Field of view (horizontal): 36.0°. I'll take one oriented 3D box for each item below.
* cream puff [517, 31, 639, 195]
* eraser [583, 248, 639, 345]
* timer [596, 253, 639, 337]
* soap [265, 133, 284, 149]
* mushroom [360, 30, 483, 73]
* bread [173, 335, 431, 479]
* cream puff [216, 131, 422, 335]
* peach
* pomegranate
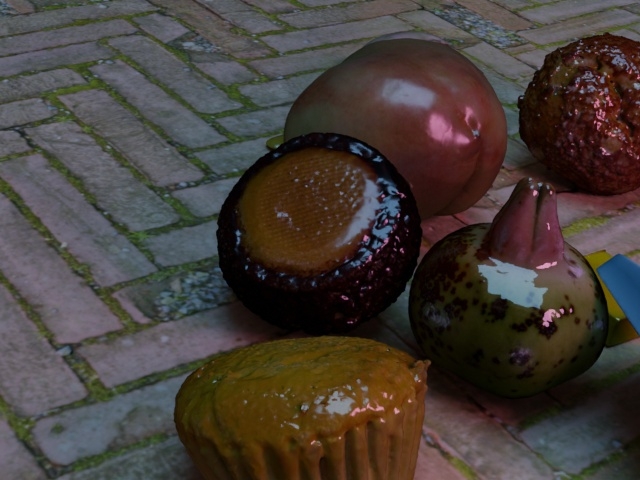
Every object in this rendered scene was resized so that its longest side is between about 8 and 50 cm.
[{"bbox_3d":[0.408,-0.187,1.428,0.240,0.240,0.164,18,7,18],"label":"cream puff"},{"bbox_3d":[0.354,0.068,1.211,0.097,0.045,0.122,-14,39,-25],"label":"eraser"},{"bbox_3d":[0.401,0.126,0.987,0.232,0.091,0.250,39,16,-32],"label":"timer"},{"bbox_3d":[-0.044,-0.156,1.508,0.089,0.012,0.034,-24,44,-36],"label":"soap"},{"bbox_3d":[0.127,-0.280,1.582,0.236,0.162,0.173,-11,39,-26],"label":"mushroom"},{"bbox_3d":[-0.017,0.166,0.912,0.240,0.139,0.240,-4,10,1],"label":"bread"},{"bbox_3d":[0.000,0.000,1.131,0.239,0.165,0.239,-8,57,13],"label":"cream puff"},{"bbox_3d":[0.104,-0.145,1.301,0.292,0.247,0.292,-12,1,0],"label":"peach"},{"bbox_3d":[0.203,0.043,1.046,0.214,0.247,0.214,3,34,-2],"label":"pomegranate"}]
